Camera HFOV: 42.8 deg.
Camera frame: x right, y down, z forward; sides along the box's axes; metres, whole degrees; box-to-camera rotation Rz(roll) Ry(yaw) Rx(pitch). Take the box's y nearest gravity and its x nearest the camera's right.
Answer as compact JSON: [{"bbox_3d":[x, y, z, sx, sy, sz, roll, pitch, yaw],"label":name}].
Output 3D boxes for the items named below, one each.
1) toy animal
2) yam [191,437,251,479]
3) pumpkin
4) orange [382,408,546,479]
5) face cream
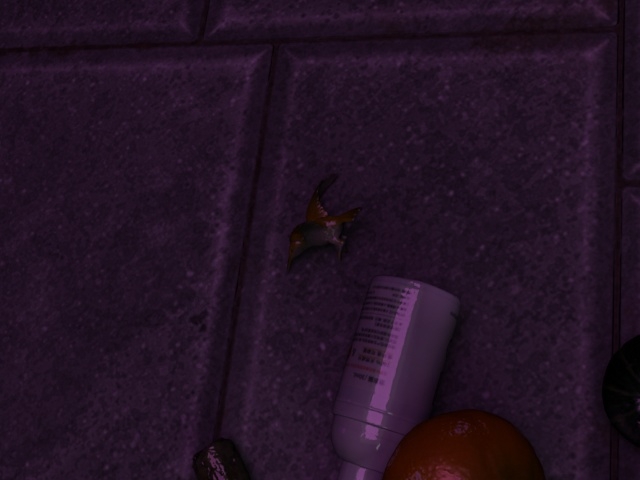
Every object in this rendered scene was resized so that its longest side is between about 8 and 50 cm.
[{"bbox_3d":[0.000,0.000,1.336,0.095,0.219,0.155,21,116,4],"label":"toy animal"},{"bbox_3d":[-0.134,0.394,1.247,0.078,0.078,0.179,-29,70,5],"label":"yam"},{"bbox_3d":[0.468,0.206,1.110,0.167,0.125,0.167,6,105,23],"label":"pumpkin"},{"bbox_3d":[0.193,0.347,1.091,0.240,0.240,0.171,-50,30,-4],"label":"orange"},{"bbox_3d":[0.092,0.246,1.197,0.145,0.145,0.369,13,77,19],"label":"face cream"}]
